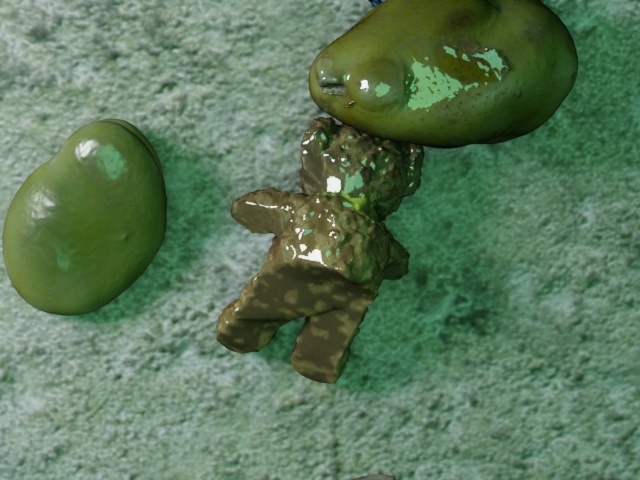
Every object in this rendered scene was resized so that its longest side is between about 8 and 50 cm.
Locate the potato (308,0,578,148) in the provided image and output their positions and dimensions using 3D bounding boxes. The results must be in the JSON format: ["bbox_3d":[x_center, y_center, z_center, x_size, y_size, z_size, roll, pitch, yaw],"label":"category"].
[{"bbox_3d":[0.147,-0.207,1.790,0.351,0.202,0.218,-13,53,-30],"label":"potato"}]

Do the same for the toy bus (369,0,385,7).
[{"bbox_3d":[0.123,-0.369,1.861,0.185,0.090,0.106,-35,97,-2],"label":"toy bus"}]

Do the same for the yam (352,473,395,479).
[{"bbox_3d":[0.077,0.373,1.903,0.084,0.084,0.127,-13,97,-3],"label":"yam"}]

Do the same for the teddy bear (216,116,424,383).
[{"bbox_3d":[-0.004,0.005,1.854,0.246,0.222,0.296,21,135,-11],"label":"teddy bear"}]

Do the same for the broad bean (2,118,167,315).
[{"bbox_3d":[-0.290,-0.028,1.848,0.189,0.121,0.263,30,105,-10],"label":"broad bean"}]
